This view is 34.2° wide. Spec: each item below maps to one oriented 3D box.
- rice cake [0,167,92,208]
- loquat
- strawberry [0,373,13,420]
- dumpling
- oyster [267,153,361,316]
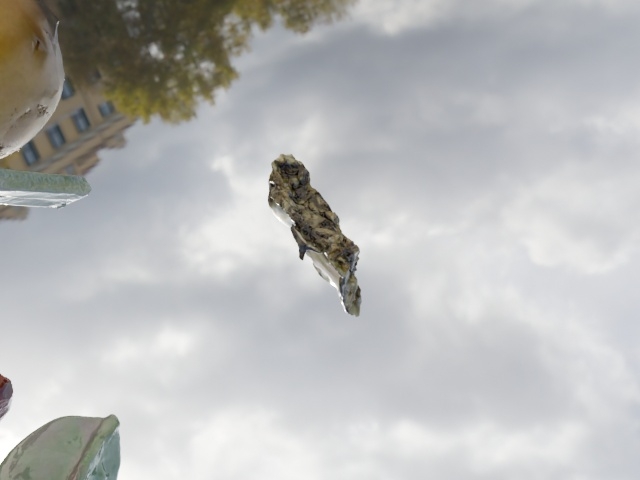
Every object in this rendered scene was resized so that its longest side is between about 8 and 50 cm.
[{"bbox_3d":[-0.458,-0.081,1.585,0.085,0.040,0.226,-17,168,33],"label":"rice cake"},{"bbox_3d":[-0.396,-0.195,1.138,0.235,0.235,0.235,-16,-155,8],"label":"loquat"},{"bbox_3d":[-0.501,0.229,1.447,0.148,0.131,0.131,6,-146,22],"label":"strawberry"},{"bbox_3d":[-0.230,0.247,0.880,0.216,0.105,0.149,-55,-140,14],"label":"dumpling"},{"bbox_3d":[0.000,0.000,1.553,0.083,0.223,0.214,-30,-132,-2],"label":"oyster"}]
